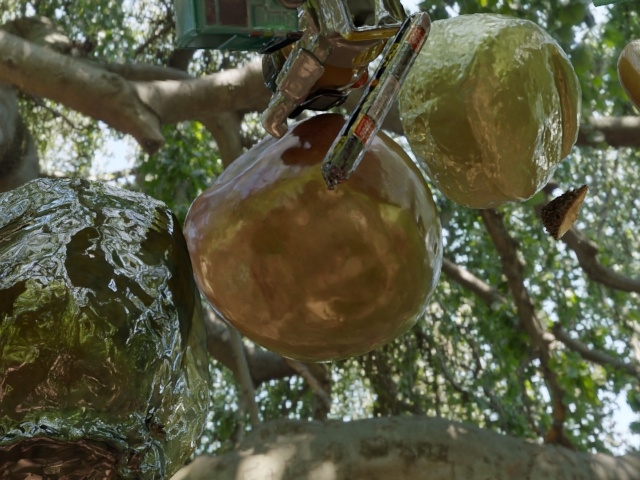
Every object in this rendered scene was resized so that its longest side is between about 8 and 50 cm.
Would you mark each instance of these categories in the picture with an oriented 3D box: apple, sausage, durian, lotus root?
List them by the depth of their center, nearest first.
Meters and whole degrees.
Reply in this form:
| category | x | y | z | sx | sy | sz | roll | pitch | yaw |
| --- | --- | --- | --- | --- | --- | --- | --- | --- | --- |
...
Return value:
| category | x | y | z | sx | sy | sz | roll | pitch | yaw |
| --- | --- | --- | --- | --- | --- | --- | --- | --- | --- |
| lotus root | -0.215 | 0.073 | 0.438 | 0.267 | 0.260 | 0.149 | -12 | -59 | -10 |
| sausage | 0.045 | -0.112 | 0.496 | 0.025 | 0.198 | 0.028 | 9 | -32 | 31 |
| apple | 0.000 | 0.000 | 0.902 | 0.339 | 0.338 | 0.305 | -30 | -72 | 27 |
| durian | 0.400 | -0.041 | 1.070 | 0.066 | 0.052 | 0.130 | -1 | -40 | -3 |

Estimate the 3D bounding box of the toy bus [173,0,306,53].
| category | x | y | z | sx | sy | sz | roll | pitch | yaw |
| --- | --- | --- | --- | --- | --- | --- | --- | --- | --- |
| toy bus | -0.062 | -0.213 | 0.443 | 0.092 | 0.079 | 0.160 | -5 | -81 | -22 |

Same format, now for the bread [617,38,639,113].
| category | x | y | z | sx | sy | sz | roll | pitch | yaw |
| --- | --- | --- | --- | --- | --- | --- | --- | --- | --- |
| bread | 0.498 | -0.192 | 0.894 | 0.148 | 0.217 | 0.098 | 6 | -51 | -19 |

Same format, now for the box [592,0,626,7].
| category | x | y | z | sx | sy | sz | roll | pitch | yaw |
| --- | --- | --- | --- | --- | --- | --- | --- | --- | --- |
| box | 0.311 | -0.380 | 0.558 | 0.205 | 0.118 | 0.311 | 8 | -50 | 53 |

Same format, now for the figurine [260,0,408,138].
| category | x | y | z | sx | sy | sz | roll | pitch | yaw |
| --- | --- | --- | --- | --- | --- | --- | --- | --- | --- |
| figurine | 0.016 | -0.254 | 0.794 | 0.309 | 0.308 | 0.143 | -34 | -85 | 30 |

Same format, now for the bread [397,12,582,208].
| category | x | y | z | sx | sy | sz | roll | pitch | yaw |
| --- | --- | --- | --- | --- | --- | --- | --- | --- | --- |
| bread | 0.263 | -0.211 | 1.071 | 0.321 | 0.320 | 0.237 | 26 | -15 | -35 |
